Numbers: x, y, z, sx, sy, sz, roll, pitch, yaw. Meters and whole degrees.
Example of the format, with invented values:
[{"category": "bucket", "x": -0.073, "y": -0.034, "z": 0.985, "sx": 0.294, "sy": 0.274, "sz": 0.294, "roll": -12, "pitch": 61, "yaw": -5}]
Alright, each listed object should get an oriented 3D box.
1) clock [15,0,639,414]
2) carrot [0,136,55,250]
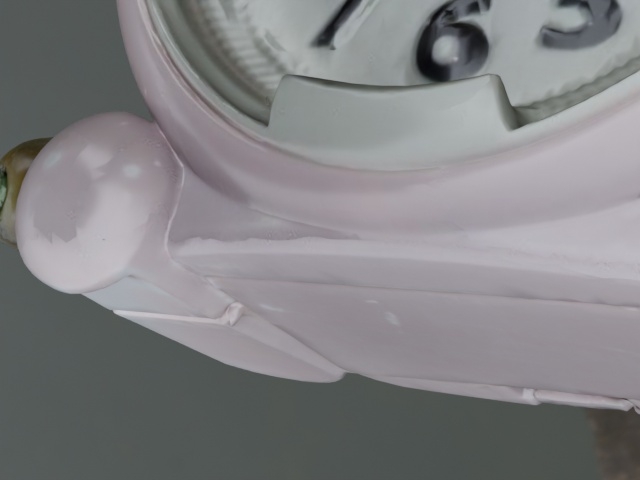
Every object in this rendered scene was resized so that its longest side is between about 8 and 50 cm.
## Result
[{"category": "clock", "x": 0.084, "y": -0.115, "z": 0.594, "sx": 0.342, "sy": 0.184, "sz": 0.326, "roll": 4, "pitch": 76, "yaw": 30}, {"category": "carrot", "x": 0.000, "y": 0.000, "z": 0.703, "sx": 0.049, "sy": 0.254, "sz": 0.049, "roll": -170, "pitch": 90, "yaw": -79}]
